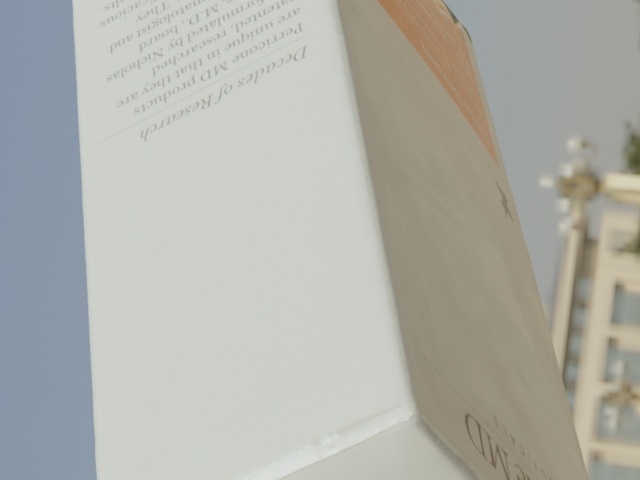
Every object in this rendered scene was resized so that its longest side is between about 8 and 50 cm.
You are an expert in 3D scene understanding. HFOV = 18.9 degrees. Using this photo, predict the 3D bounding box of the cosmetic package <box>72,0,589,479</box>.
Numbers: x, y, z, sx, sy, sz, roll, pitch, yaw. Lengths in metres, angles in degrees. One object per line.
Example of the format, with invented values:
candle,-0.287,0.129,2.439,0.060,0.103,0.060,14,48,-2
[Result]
cosmetic package,0.000,0.000,1.004,0.230,0.161,0.453,48,-157,-42
